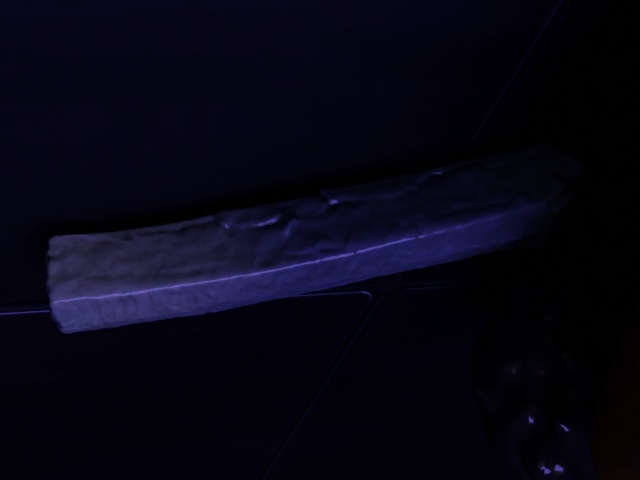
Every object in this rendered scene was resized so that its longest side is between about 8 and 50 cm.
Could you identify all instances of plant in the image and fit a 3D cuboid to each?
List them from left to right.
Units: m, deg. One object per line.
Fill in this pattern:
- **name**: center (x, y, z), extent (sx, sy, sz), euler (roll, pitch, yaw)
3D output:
- **plant**: center (0.178, 0.067, 0.530), extent (0.164, 0.142, 0.256), euler (-3, 179, 43)

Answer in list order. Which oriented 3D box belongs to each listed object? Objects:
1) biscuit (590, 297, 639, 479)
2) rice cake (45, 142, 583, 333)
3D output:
- **biscuit**: center (0.233, 0.017, 0.396), extent (0.287, 0.057, 0.344), euler (-28, 116, -12)
- **rice cake**: center (0.000, 0.000, 0.460), extent (0.245, 0.042, 0.045), euler (-12, 151, -9)
